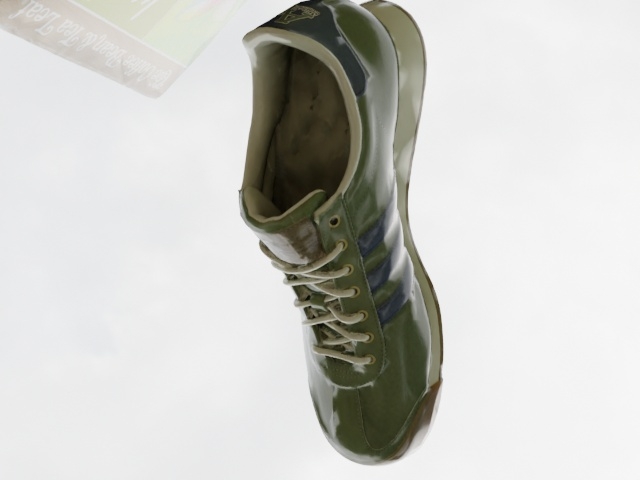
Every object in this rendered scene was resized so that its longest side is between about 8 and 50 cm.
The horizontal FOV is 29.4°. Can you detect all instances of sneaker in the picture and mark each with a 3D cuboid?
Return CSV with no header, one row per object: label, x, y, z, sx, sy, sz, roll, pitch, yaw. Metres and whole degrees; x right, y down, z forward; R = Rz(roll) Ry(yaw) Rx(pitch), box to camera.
sneaker,0.000,0.000,0.479,0.064,0.086,0.192,2,-84,35

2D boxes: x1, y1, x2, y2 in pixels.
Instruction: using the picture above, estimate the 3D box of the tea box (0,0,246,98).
tea box,-0.122,-0.296,0.791,0.220,0.329,0.323,44,-83,8
